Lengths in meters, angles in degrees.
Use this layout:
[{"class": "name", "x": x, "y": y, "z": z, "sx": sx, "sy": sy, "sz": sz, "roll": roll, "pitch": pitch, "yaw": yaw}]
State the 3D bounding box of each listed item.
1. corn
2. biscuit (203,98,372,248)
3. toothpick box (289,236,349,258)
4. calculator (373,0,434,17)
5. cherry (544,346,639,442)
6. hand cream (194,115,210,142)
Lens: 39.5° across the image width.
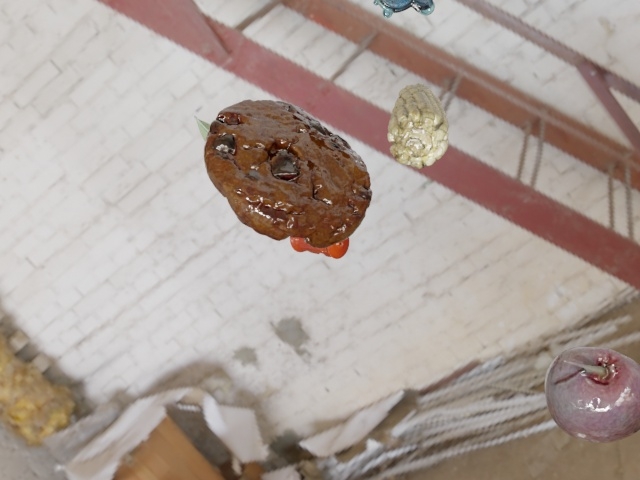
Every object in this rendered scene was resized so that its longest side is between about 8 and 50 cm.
[{"class": "corn", "x": 0.138, "y": -0.162, "z": 1.244, "sx": 0.087, "sy": 0.087, "sz": 0.211, "roll": -37, "pitch": 11, "yaw": 18}, {"class": "biscuit", "x": -0.032, "y": -0.076, "z": 0.944, "sx": 0.049, "sy": 0.192, "sz": 0.192, "roll": -51, "pitch": 2, "yaw": 45}, {"class": "toothpick box", "x": 0.000, "y": 0.000, "z": 1.284, "sx": 0.083, "sy": 0.047, "sz": 0.047, "roll": 11, "pitch": 48, "yaw": 44}, {"class": "calculator", "x": 0.117, "y": -0.314, "z": 1.050, "sx": 0.141, "sy": 0.094, "sz": 0.019, "roll": -25, "pitch": 20, "yaw": 34}, {"class": "cherry", "x": 0.562, "y": 0.315, "z": 1.814, "sx": 0.184, "sy": 0.213, "sz": 0.266, "roll": -58, "pitch": -22, "yaw": -28}, {"class": "hand cream", "x": -0.121, "y": -0.114, "z": 1.534, "sx": 0.093, "sy": 0.147, "sz": 0.306, "roll": -41, "pitch": -19, "yaw": -1}]
